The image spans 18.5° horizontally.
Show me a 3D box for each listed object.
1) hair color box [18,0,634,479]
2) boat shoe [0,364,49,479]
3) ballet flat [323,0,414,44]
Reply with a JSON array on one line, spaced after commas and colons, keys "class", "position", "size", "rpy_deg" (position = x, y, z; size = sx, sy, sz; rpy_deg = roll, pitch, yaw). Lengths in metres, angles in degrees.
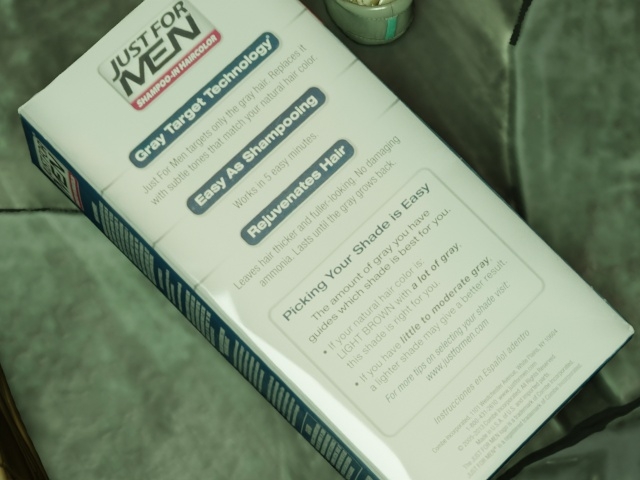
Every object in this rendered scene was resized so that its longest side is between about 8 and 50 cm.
[{"class": "hair color box", "position": [0.000, 0.000, 1.185], "size": [0.174, 0.105, 0.347], "rpy_deg": [-43, 82, -13]}, {"class": "boat shoe", "position": [-0.231, 0.128, 1.107], "size": [0.123, 0.123, 0.342], "rpy_deg": [-27, 60, -1]}, {"class": "ballet flat", "position": [0.003, -0.227, 1.263], "size": [0.072, 0.068, 0.213], "rpy_deg": [-25, 78, -9]}]
